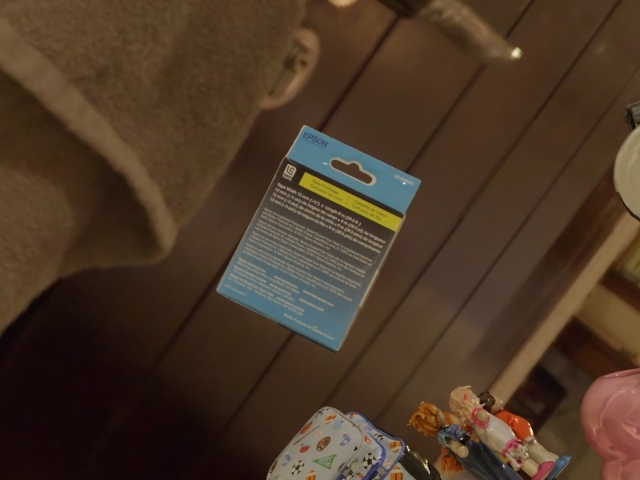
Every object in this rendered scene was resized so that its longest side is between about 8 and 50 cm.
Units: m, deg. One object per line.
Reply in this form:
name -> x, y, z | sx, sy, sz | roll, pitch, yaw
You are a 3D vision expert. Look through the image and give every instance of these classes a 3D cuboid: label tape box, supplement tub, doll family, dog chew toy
label tape box -> 0.000, 0.000, 1.949 | 0.249, 0.347, 0.115 | 26, -9, 7
supplement tub -> 0.663, -0.104, 1.904 | 0.207, 0.207, 0.338 | 39, 14, 25
doll family -> 0.187, 0.249, 1.250 | 0.163, 0.118, 0.263 | 40, 3, 21
dog chew toy -> 0.599, 0.405, 1.939 | 0.206, 0.207, 0.331 | 3, 75, -75

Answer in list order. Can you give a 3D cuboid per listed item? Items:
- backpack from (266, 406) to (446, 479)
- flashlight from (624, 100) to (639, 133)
backpack -> 0.036, 0.418, 1.719 | 0.213, 0.263, 0.276 | 37, -7, -17
flashlight -> 0.751, -0.260, 2.051 | 0.103, 0.304, 0.103 | -102, 172, -59
